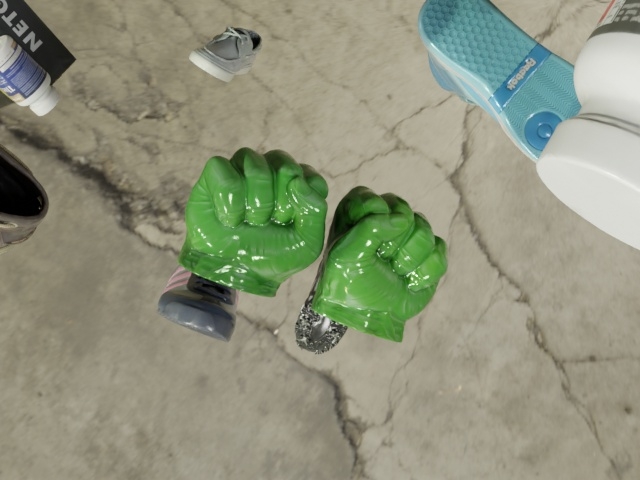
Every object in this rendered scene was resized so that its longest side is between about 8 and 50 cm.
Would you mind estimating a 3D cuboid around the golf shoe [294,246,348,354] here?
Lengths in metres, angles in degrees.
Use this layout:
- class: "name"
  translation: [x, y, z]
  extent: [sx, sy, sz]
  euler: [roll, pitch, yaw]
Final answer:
- class: "golf shoe"
  translation: [0.021, 0.078, 1.597]
  extent: [0.077, 0.094, 0.198]
  euler: [23, 114, 0]

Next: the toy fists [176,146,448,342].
- class: "toy fists"
  translation: [0.000, 0.000, 1.072]
  extent: [0.279, 0.096, 0.142]
  euler: [20, 94, -17]

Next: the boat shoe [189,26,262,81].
- class: "boat shoe"
  translation: [-0.153, -0.323, 1.792]
  extent: [0.079, 0.227, 0.081]
  euler: [33, 108, 3]

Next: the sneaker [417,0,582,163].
- class: "sneaker"
  translation: [0.266, -0.204, 1.464]
  extent: [0.127, 0.208, 0.319]
  euler: [-41, 84, 3]

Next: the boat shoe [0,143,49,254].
- class: "boat shoe"
  translation: [-0.423, -0.111, 1.084]
  extent: [0.130, 0.132, 0.355]
  euler: [-19, 140, 38]

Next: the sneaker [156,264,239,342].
- class: "sneaker"
  translation: [-0.165, 0.059, 1.540]
  extent: [0.112, 0.319, 0.131]
  euler: [24, 91, -13]

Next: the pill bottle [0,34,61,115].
- class: "pill bottle"
  translation: [-0.451, -0.245, 1.611]
  extent: [0.067, 0.067, 0.120]
  euler: [-31, 126, 17]

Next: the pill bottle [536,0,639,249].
- class: "pill bottle"
  translation: [0.359, -0.176, 0.960]
  extent: [0.210, 0.210, 0.363]
  euler: [33, 84, 4]

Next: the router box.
- class: "router box"
  translation: [-0.576, -0.362, 1.736]
  extent: [0.243, 0.081, 0.309]
  euler: [-6, 132, 50]
